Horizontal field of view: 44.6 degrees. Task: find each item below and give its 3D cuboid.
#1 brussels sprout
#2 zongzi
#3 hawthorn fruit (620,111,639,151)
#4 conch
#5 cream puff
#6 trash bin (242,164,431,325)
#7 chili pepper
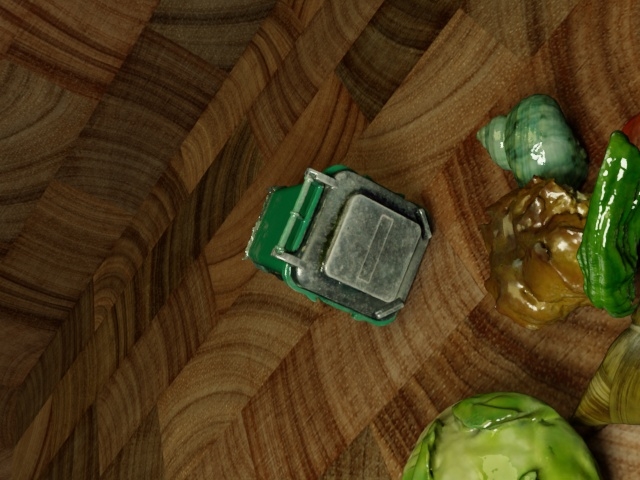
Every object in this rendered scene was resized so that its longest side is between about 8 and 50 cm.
[{"bbox_3d":[0.233,0.328,1.043,0.259,0.227,0.294,-45,24,4],"label":"brussels sprout"},{"bbox_3d":[0.424,0.197,0.917,0.288,0.134,0.286,-54,20,22],"label":"zongzi"},{"bbox_3d":[0.479,-0.101,1.034,0.189,0.189,0.189,-36,41,39],"label":"hawthorn fruit"},{"bbox_3d":[0.354,-0.158,1.312,0.188,0.122,0.175,-138,53,-62],"label":"conch"},{"bbox_3d":[0.348,0.011,1.165,0.269,0.155,0.240,144,132,-62],"label":"cream puff"},{"bbox_3d":[0.000,0.000,1.586,0.381,0.295,0.259,5,72,64],"label":"trash bin"},{"bbox_3d":[0.373,-0.009,0.986,0.074,0.100,0.256,22,124,39],"label":"chili pepper"}]
